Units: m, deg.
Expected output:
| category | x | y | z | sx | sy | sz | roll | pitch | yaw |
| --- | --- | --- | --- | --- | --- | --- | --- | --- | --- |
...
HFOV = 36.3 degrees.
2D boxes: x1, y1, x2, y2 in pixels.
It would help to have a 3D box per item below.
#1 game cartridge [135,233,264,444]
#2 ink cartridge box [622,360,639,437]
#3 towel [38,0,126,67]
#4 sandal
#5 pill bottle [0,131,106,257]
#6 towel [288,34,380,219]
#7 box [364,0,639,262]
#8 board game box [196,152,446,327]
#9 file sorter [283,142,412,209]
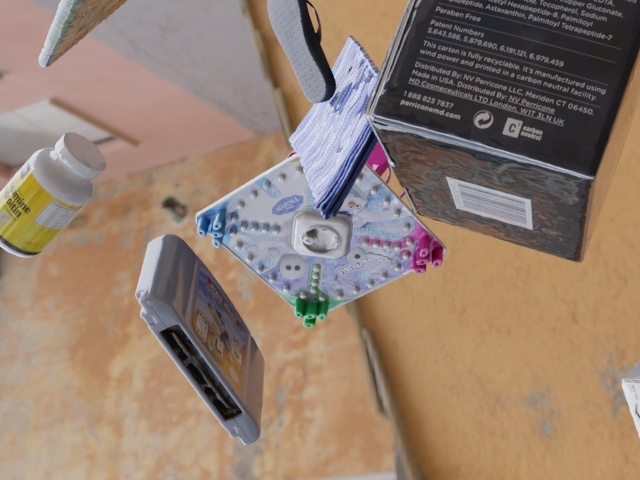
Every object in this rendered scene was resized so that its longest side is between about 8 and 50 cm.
| category | x | y | z | sx | sy | sz | roll | pitch | yaw |
| --- | --- | --- | --- | --- | --- | --- | --- | --- | --- |
| game cartridge | -0.170 | 0.140 | 1.464 | 0.297 | 0.062 | 0.198 | 59 | -161 | -28 |
| ink cartridge box | 0.454 | 0.185 | 1.245 | 0.135 | 0.056 | 0.099 | -35 | -71 | -35 |
| towel | -0.311 | -0.429 | 1.508 | 0.040 | 0.370 | 0.271 | 45 | -121 | -8 |
| sandal | -0.031 | -0.377 | 1.810 | 0.054 | 0.097 | 0.255 | -20 | -88 | -38 |
| pill bottle | -0.395 | -0.068 | 1.413 | 0.103 | 0.184 | 0.103 | 39 | -159 | -19 |
| towel | 0.030 | -0.208 | 1.720 | 0.040 | 0.243 | 0.336 | 22 | -158 | -22 |
| box | 0.311 | -0.270 | 1.374 | 0.480 | 0.297 | 0.472 | 44 | -116 | -72 |
| board game box | 0.000 | 0.000 | 2.042 | 0.390 | 0.389 | 0.050 | 43 | -146 | -29 |
| file sorter | 0.098 | -0.165 | 2.333 | 0.202 | 0.290 | 0.182 | -51 | -49 | -27 |
